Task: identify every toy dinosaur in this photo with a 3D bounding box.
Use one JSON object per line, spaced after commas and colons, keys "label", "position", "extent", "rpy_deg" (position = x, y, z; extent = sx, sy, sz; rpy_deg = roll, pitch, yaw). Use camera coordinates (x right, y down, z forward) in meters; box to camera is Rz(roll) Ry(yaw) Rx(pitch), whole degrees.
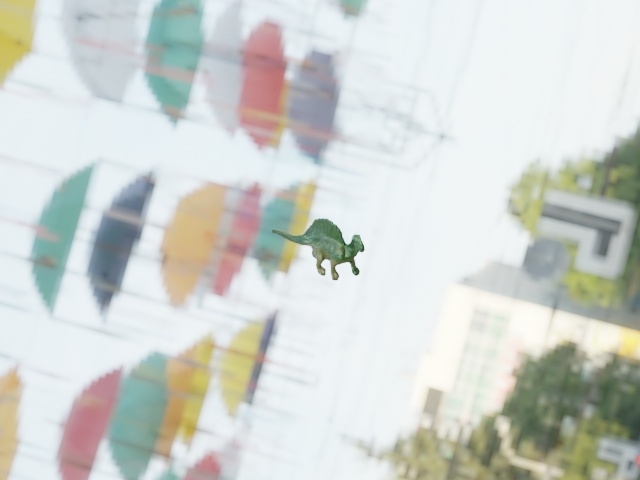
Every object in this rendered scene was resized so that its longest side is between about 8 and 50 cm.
{"label": "toy dinosaur", "position": [0.001, 0.000, 1.901], "extent": [0.029, 0.119, 0.060], "rpy_deg": [-32, -45, -39]}
